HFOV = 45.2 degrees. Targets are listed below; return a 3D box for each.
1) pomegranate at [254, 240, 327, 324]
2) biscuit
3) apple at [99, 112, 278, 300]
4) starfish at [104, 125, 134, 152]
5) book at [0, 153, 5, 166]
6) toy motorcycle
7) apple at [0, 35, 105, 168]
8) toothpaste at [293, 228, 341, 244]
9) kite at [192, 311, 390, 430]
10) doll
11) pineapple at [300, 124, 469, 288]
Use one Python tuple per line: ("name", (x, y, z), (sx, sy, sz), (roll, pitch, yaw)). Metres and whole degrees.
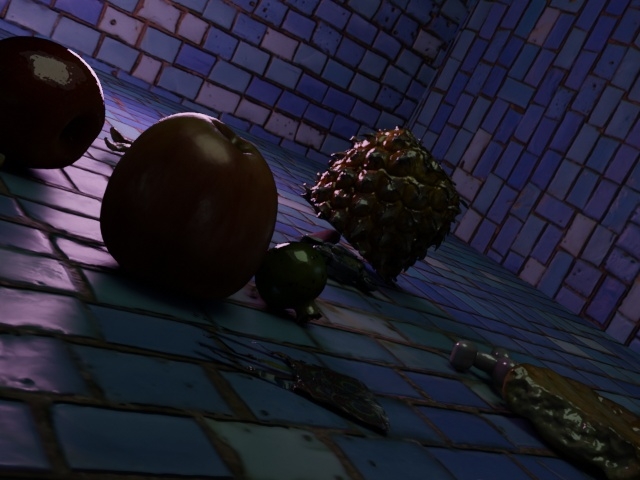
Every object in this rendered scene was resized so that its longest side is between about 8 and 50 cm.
("pomegranate", (-0.048, 0.064, 1.245), (0.130, 0.130, 0.130), (26, 10, -5))
("biscuit", (0.447, 0.312, 1.309), (0.274, 0.091, 0.213), (33, 14, 38))
("apple", (-0.176, -0.050, 1.094), (0.242, 0.241, 0.242), (26, 7, -4))
("starfish", (-0.381, -0.188, 1.761), (0.236, 0.062, 0.277), (33, 10, 24))
("book", (-0.543, -0.099, 0.900), (0.269, 0.032, 0.389), (25, 15, -18))
("toy motorcycle", (0.039, 0.045, 1.671), (0.193, 0.061, 0.124), (30, 15, -21))
("apple", (-0.480, -0.229, 1.291), (0.201, 0.218, 0.218), (37, 12, 12))
("toothpaste", (0.000, 0.000, 1.872), (0.067, 0.043, 0.194), (32, 16, 16))
("kite", (-0.040, 0.170, 1.001), (0.285, 0.015, 0.152), (27, 7, -15))
("doll", (0.326, 0.234, 1.464), (0.161, 0.059, 0.160), (21, 5, 13))
("pineapple", (0.158, -0.089, 1.810), (0.352, 0.300, 0.352), (51, 4, -5))
